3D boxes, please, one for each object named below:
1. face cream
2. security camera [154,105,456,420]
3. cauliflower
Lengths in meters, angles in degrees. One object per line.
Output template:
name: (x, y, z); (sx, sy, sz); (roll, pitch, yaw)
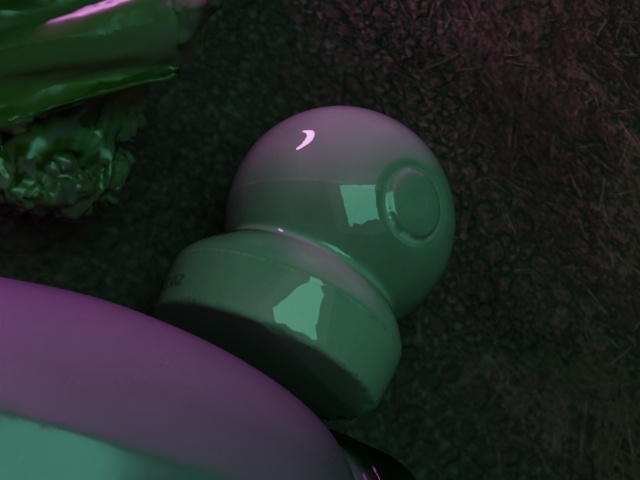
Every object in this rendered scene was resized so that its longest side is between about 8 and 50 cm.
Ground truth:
face cream: (-0.120, 0.165, 0.479); (0.357, 0.312, 0.219); (34, 59, -31)
security camera: (0.000, 0.000, 0.658); (0.195, 0.194, 0.236); (30, 62, -11)
cauliflower: (-0.174, -0.148, 0.599); (0.316, 0.239, 0.256); (-7, 71, 21)
